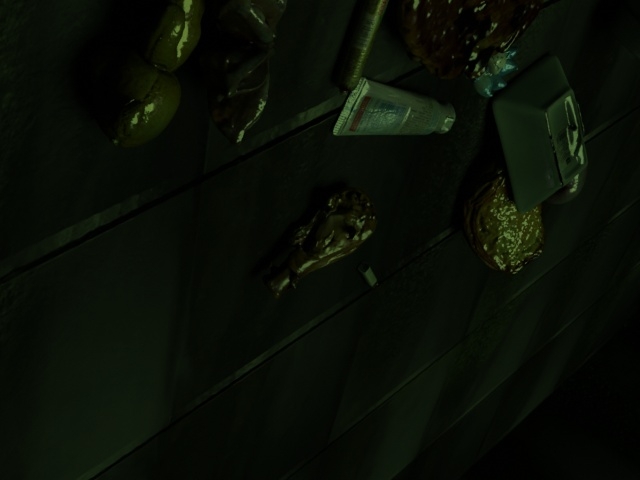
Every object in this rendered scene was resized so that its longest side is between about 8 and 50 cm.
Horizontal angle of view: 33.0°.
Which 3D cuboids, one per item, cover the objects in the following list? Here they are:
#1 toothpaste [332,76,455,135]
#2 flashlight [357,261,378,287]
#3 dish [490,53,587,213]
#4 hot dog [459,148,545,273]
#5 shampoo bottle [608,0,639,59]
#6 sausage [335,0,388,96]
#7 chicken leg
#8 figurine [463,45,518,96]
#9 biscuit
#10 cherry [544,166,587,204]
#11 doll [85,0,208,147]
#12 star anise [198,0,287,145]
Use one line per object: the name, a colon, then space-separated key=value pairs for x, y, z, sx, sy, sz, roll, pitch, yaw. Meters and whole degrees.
toothpaste: x=0.109 y=-0.182 z=1.538 sx=0.234 sy=0.057 sz=0.089 roll=-3 pitch=126 yaw=-51
flashlight: x=0.083 y=0.060 z=1.858 sx=0.018 sy=0.018 sz=0.083 roll=-50 pitch=156 yaw=-8
dish: x=0.406 y=-0.183 z=1.900 sx=0.182 sy=0.080 sz=0.243 roll=-39 pitch=126 yaw=-29
hot dog: x=0.343 y=-0.072 z=2.025 sx=0.175 sy=0.114 sz=0.259 roll=-34 pitch=128 yaw=-25
shampoo bottle: x=0.687 y=-0.422 z=1.954 sx=0.273 sy=0.273 sz=0.266 roll=-10 pitch=143 yaw=-56
sausage: x=0.067 y=-0.292 z=1.327 sx=0.033 sy=0.033 sz=0.269 roll=-24 pitch=144 yaw=-47
chicken leg: x=0.000 y=0.002 z=1.551 sx=0.207 sy=0.085 sz=0.101 roll=-42 pitch=177 yaw=-17
figurine: x=0.254 y=-0.281 z=1.617 sx=0.114 sy=0.079 sz=0.114 roll=-3 pitch=100 yaw=-19
biscuit: x=0.203 y=-0.357 z=1.425 sx=0.289 sy=0.081 sz=0.334 roll=-50 pitch=152 yaw=-3
cherry: x=0.496 y=-0.163 z=2.171 sx=0.148 sy=0.115 sz=0.188 roll=-13 pitch=133 yaw=-27
doll: x=-0.162 y=-0.190 z=1.026 sx=0.137 sy=0.097 sz=0.209 roll=-174 pitch=-74 yaw=-82
star anise: x=-0.079 y=-0.195 z=1.086 sx=0.196 sy=0.073 sz=0.212 roll=-82 pitch=-176 yaw=-48
